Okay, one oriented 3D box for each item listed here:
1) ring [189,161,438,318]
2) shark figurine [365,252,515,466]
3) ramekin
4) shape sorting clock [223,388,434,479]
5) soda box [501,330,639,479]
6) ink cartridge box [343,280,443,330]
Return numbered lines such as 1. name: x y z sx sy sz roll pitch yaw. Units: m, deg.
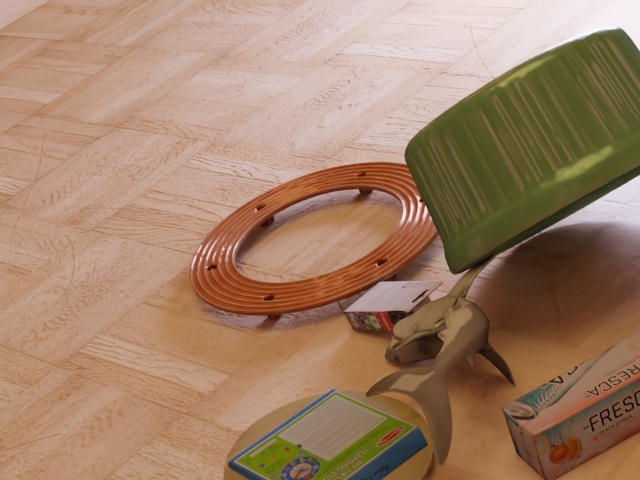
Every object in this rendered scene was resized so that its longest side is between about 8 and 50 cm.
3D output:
1. ring: 0.000 0.000 1.871 0.337 0.032 0.336 -16 28 9
2. shark figurine: 0.144 0.114 1.482 0.166 0.116 0.278 -41 6 8
3. ramekin: 0.237 -0.100 1.613 0.303 0.148 0.303 -29 -6 -3
4. shape sorting clock: 0.008 0.213 1.465 0.206 0.040 0.206 -11 27 6
5. soda box: 0.264 0.146 1.399 0.183 0.058 0.063 -26 28 -13
6. ink cartridge box: 0.084 0.072 1.659 0.063 0.029 0.115 -38 20 -31
